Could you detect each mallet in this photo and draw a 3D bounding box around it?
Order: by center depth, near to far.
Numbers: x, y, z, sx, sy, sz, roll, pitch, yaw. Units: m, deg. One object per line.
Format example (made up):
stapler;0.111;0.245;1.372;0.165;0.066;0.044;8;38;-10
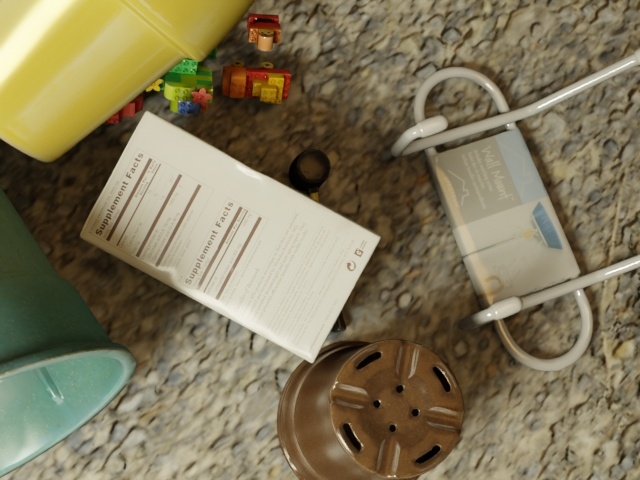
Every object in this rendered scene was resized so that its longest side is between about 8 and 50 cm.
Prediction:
mallet;0.000;0.000;1.225;0.039;0.062;0.189;-10;94;-10

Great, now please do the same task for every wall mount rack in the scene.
wall mount rack;0.252;-0.053;1.235;0.304;0.130;0.350;-19;82;-15

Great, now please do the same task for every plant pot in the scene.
plant pot;-0.381;0.040;0.998;0.341;0.341;0.334;-26;75;-16
plant pot;-0.227;-0.209;1.041;0.254;0.254;0.239;40;92;0
plant pot;0.053;0.168;1.123;0.167;0.165;0.166;3;77;-11

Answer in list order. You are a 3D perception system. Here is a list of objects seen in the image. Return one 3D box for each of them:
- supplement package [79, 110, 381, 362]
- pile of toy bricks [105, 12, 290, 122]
supplement package;-0.080;-0.003;1.126;0.244;0.139;0.133;28;91;3
pile of toy bricks;-0.131;-0.166;1.174;0.212;0.118;0.105;1;38;-9
